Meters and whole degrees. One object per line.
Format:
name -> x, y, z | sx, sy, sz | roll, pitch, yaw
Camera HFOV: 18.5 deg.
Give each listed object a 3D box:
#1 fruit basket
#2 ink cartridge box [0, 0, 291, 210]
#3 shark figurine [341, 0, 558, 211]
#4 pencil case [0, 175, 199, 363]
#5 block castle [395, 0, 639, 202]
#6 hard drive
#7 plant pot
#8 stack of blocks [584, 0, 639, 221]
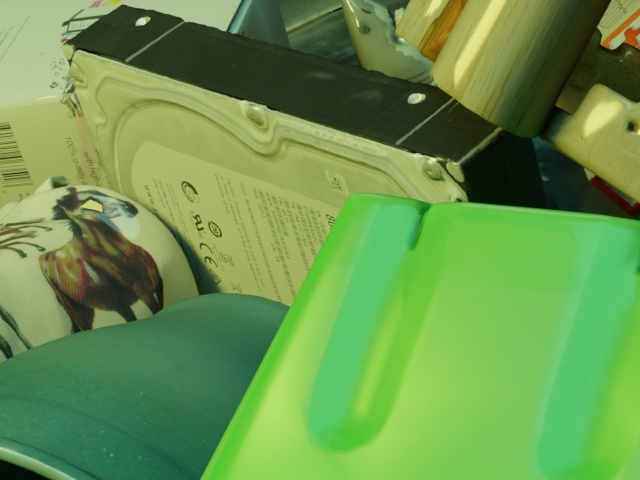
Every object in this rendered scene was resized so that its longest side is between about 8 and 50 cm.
fruit basket -> 0.124, 0.197, 0.791 | 0.283, 0.392, 0.392 | 7, 40, 32
ink cartridge box -> -0.141, -0.076, 1.399 | 0.232, 0.171, 0.168 | -5, 35, 18
shark figurine -> 0.092, -0.031, 1.325 | 0.116, 0.166, 0.278 | -40, 50, 11
pencil case -> -0.234, 0.099, 1.115 | 0.160, 0.183, 0.410 | -30, 4, 38
block castle -> 0.274, -0.083, 0.929 | 0.453, 0.213, 0.303 | 27, 10, -6
hard drive -> 0.000, 0.000, 1.164 | 0.339, 0.237, 0.064 | 20, 49, 42
plant pot -> -0.085, 0.155, 0.969 | 0.271, 0.272, 0.255 | 1, 24, 26
stack of blocks -> 0.243, -0.147, 1.333 | 0.171, 0.087, 0.297 | -44, 26, 20
